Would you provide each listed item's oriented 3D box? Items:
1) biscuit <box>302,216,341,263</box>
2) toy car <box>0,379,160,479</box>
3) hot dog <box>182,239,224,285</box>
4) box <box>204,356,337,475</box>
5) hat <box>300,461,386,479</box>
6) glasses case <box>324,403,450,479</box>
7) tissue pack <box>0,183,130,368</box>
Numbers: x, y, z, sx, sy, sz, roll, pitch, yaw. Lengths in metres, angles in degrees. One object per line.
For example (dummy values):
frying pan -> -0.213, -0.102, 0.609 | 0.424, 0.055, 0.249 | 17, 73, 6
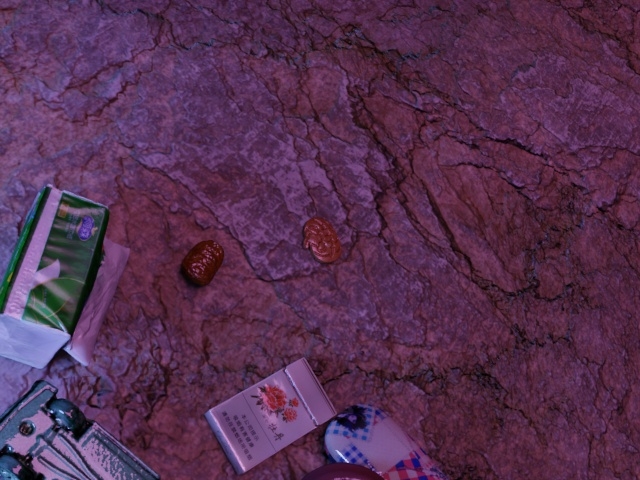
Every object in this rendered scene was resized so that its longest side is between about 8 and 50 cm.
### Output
biscuit -> 0.000, 0.000, 1.476 | 0.078, 0.015, 0.091 | -16, 73, -37
toy car -> -0.294, 0.336, 1.047 | 0.320, 0.097, 0.141 | 43, 51, -5
hot dog -> -0.193, 0.037, 1.321 | 0.058, 0.035, 0.083 | 37, 51, -8
box -> -0.075, 0.271, 1.266 | 0.198, 0.029, 0.109 | -24, 78, -38
hat -> 0.031, 0.435, 1.188 | 0.205, 0.089, 0.206 | 2, 72, -6
glasses case -> 0.137, 0.397, 1.265 | 0.125, 0.076, 0.327 | -30, 67, -34
tissue pack -> -0.361, 0.060, 1.130 | 0.156, 0.148, 0.209 | 22, 54, -20
